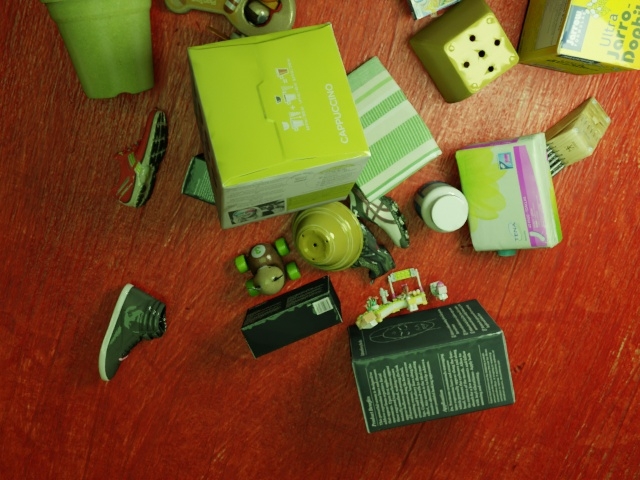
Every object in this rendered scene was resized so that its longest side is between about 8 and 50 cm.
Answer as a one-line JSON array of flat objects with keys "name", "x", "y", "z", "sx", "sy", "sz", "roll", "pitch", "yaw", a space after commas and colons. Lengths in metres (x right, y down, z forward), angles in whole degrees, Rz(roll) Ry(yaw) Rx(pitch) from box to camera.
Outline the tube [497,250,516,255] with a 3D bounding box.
[{"name": "tube", "x": 0.515, "y": -0.061, "z": 1.878, "sx": 0.052, "sy": 0.080, "sz": 0.207, "roll": -18, "pitch": 108, "yaw": -38}]

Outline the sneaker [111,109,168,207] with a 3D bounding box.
[{"name": "sneaker", "x": -0.502, "y": -0.230, "z": 1.828, "sx": 0.118, "sy": 0.107, "sz": 0.279, "roll": 22, "pitch": 99, "yaw": 5}]

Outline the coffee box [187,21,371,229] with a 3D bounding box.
[{"name": "coffee box", "x": -0.110, "y": -0.262, "z": 1.596, "sx": 0.338, "sy": 0.334, "sz": 0.337, "roll": -13, "pitch": 78, "yaw": -11}]

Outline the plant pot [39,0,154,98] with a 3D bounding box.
[{"name": "plant pot", "x": -0.536, "y": -0.503, "z": 1.708, "sx": 0.276, "sy": 0.276, "sz": 0.254, "roll": -7, "pitch": 113, "yaw": 2}]

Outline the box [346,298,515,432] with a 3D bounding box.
[{"name": "box", "x": 0.288, "y": 0.334, "z": 1.842, "sx": 0.395, "sy": 0.293, "sz": 0.212, "roll": -12, "pitch": 101, "yaw": 3}]

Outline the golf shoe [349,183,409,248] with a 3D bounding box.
[{"name": "golf shoe", "x": 0.153, "y": -0.086, "z": 1.862, "sx": 0.120, "sy": 0.105, "sz": 0.273, "roll": -30, "pitch": 91, "yaw": 13}]

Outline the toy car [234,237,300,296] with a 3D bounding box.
[{"name": "toy car", "x": -0.150, "y": 0.091, "z": 1.845, "sx": 0.155, "sy": 0.188, "sz": 0.149, "roll": -23, "pitch": 101, "yaw": 5}]

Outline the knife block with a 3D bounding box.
[{"name": "knife block", "x": 0.636, "y": -0.253, "z": 1.837, "sx": 0.088, "sy": 0.242, "sz": 0.276, "roll": 50, "pitch": 53, "yaw": -10}]

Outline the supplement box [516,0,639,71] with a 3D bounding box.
[{"name": "supplement box", "x": 0.633, "y": -0.520, "z": 1.632, "sx": 0.195, "sy": 0.356, "sz": 0.194, "roll": 11, "pitch": 102, "yaw": -2}]

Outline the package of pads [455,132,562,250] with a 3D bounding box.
[{"name": "package of pads", "x": 0.490, "y": -0.119, "z": 1.767, "sx": 0.229, "sy": 0.101, "sz": 0.296, "roll": -4, "pitch": 107, "yaw": 39}]

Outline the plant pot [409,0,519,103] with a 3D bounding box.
[{"name": "plant pot", "x": 0.383, "y": -0.483, "z": 1.712, "sx": 0.212, "sy": 0.187, "sz": 0.212, "roll": -35, "pitch": 107, "yaw": 7}]

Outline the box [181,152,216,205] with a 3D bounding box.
[{"name": "box", "x": -0.252, "y": -0.151, "z": 1.815, "sx": 0.207, "sy": 0.153, "sz": 0.108, "roll": 20, "pitch": 101, "yaw": -3}]

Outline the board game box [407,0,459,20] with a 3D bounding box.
[{"name": "board game box", "x": 0.269, "y": -0.685, "z": 1.710, "sx": 0.136, "sy": 0.035, "sz": 0.201, "roll": -25, "pitch": 107, "yaw": -4}]

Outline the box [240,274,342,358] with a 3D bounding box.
[{"name": "box", "x": -0.077, "y": 0.209, "z": 1.873, "sx": 0.261, "sy": 0.184, "sz": 0.103, "roll": -23, "pitch": 103, "yaw": 5}]

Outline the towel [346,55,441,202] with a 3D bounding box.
[{"name": "towel", "x": 0.138, "y": -0.294, "z": 1.790, "sx": 0.248, "sy": 0.038, "sz": 0.325, "roll": -35, "pitch": 77, "yaw": 6}]

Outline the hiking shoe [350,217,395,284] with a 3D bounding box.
[{"name": "hiking shoe", "x": 0.107, "y": 0.021, "z": 1.883, "sx": 0.114, "sy": 0.086, "sz": 0.227, "roll": -41, "pitch": 98, "yaw": 7}]

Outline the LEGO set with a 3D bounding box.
[{"name": "LEGO set", "x": 0.206, "y": 0.154, "z": 1.887, "sx": 0.287, "sy": 0.132, "sz": 0.107, "roll": -16, "pitch": 96, "yaw": -19}]

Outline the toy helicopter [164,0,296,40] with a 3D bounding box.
[{"name": "toy helicopter", "x": -0.239, "y": -0.600, "z": 1.755, "sx": 0.355, "sy": 0.140, "sz": 0.235, "roll": 10, "pitch": 111, "yaw": 9}]

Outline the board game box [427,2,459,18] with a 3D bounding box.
[{"name": "board game box", "x": 0.317, "y": -0.726, "z": 1.756, "sx": 0.124, "sy": 0.039, "sz": 0.259, "roll": -13, "pitch": 104, "yaw": 3}]

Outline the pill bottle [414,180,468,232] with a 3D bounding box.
[{"name": "pill bottle", "x": 0.324, "y": -0.088, "z": 1.790, "sx": 0.124, "sy": 0.221, "sz": 0.124, "roll": 0, "pitch": 102, "yaw": 0}]

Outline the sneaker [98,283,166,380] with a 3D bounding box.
[{"name": "sneaker", "x": -0.533, "y": 0.285, "z": 1.928, "sx": 0.147, "sy": 0.104, "sz": 0.296, "roll": 19, "pitch": 97, "yaw": 1}]

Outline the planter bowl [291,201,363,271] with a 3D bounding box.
[{"name": "planter bowl", "x": 0.000, "y": 0.000, "z": 1.835, "sx": 0.217, "sy": 0.090, "sz": 0.217, "roll": 9, "pitch": 114, "yaw": 22}]
